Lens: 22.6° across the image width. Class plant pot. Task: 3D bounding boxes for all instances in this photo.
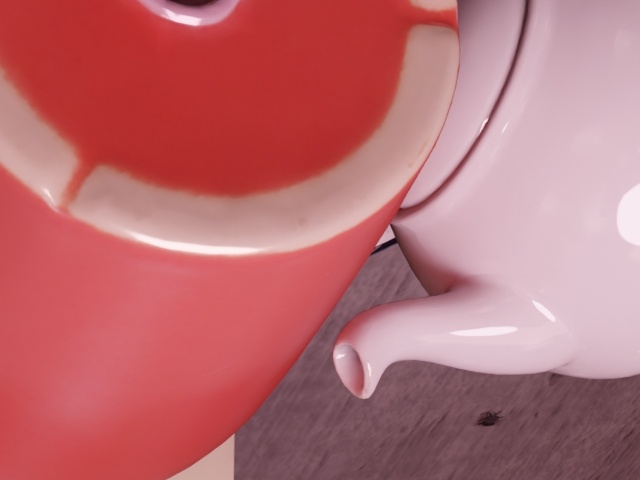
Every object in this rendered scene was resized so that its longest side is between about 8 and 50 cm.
[{"bbox_3d":[-0.084,-0.050,0.626,0.275,0.275,0.243,-15,168,-26],"label":"plant pot"}]

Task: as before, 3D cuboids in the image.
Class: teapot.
[{"bbox_3d":[0.107,-0.068,0.786,0.187,0.256,0.252,22,113,-19],"label":"teapot"}]

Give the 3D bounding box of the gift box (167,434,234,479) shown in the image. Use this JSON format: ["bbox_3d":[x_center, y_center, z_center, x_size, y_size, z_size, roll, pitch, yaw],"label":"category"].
[{"bbox_3d":[-0.185,0.083,0.810,0.276,0.258,0.255,10,153,-18],"label":"gift box"}]

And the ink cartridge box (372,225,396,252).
[{"bbox_3d":[0.000,0.000,1.012,0.208,0.045,0.206,-23,178,-14],"label":"ink cartridge box"}]
